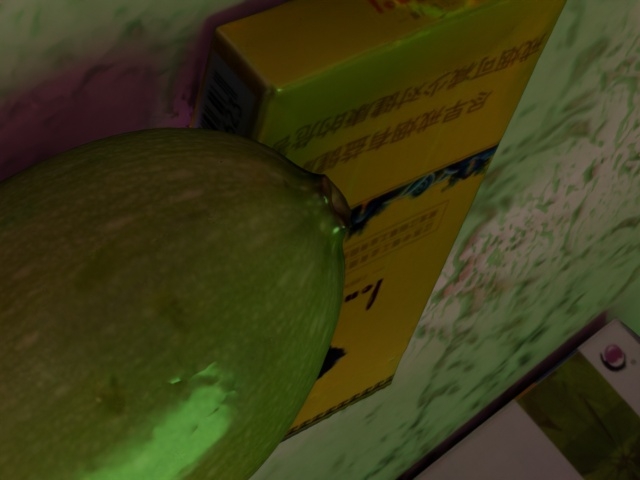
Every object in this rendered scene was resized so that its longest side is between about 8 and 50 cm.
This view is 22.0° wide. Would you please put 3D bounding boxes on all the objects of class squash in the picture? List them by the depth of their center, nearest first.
[{"bbox_3d":[-0.096,0.056,0.521,0.247,0.132,0.132,-39,157,-6],"label":"squash"}]

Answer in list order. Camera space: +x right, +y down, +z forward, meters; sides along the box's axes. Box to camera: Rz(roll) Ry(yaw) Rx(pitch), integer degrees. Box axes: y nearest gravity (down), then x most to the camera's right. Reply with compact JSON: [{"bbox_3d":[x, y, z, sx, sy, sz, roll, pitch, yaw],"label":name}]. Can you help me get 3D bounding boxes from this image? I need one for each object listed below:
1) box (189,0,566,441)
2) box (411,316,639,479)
[{"bbox_3d":[0.000,-0.001,0.676,0.153,0.041,0.279,-26,153,-33],"label":"box"},{"bbox_3d":[0.126,0.210,1.157,0.299,0.106,0.200,-37,158,-7],"label":"box"}]
